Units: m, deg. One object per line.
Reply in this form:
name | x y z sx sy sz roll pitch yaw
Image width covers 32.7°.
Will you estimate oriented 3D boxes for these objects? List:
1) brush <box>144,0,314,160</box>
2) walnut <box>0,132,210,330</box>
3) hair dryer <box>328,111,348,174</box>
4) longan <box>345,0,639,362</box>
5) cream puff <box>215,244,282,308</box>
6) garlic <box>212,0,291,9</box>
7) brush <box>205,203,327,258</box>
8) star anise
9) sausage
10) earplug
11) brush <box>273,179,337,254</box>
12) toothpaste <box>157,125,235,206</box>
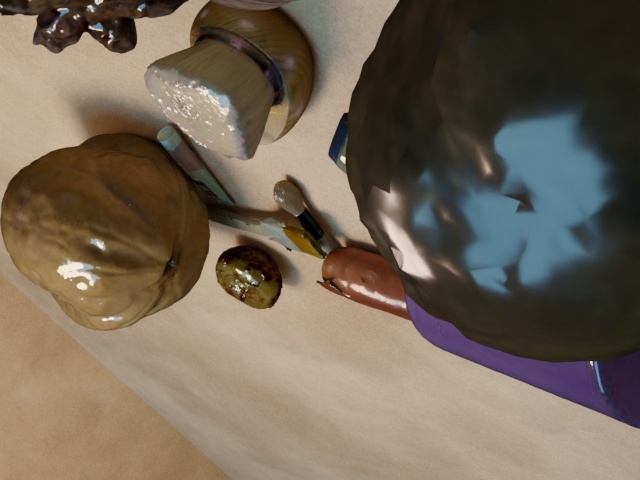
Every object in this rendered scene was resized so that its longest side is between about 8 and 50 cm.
brush | -0.109 -0.190 1.472 0.174 0.166 0.266 23 156 23
walnut | -0.376 -0.016 1.943 0.381 0.381 0.381 27 156 14
hair dryer | 0.179 -0.063 1.468 0.296 0.119 0.298 18 168 24
longan | 0.238 -0.102 0.969 0.404 0.404 0.436 34 130 -1
cream puff | -0.129 0.064 2.078 0.149 0.084 0.149 24 152 14
garlic | -0.094 -0.364 1.074 0.322 0.241 0.322 10 162 3
brush | -0.113 -0.025 1.923 0.336 0.020 0.085 17 155 48
star anise | -0.315 -0.331 1.397 0.315 0.315 0.108 113 141 -66
sausage | 0.184 0.101 1.746 0.419 0.094 0.094 20 -168 28
earplug | 0.276 0.086 1.408 0.215 0.215 0.456 46 163 -26
brush | 0.000 0.000 1.851 0.039 0.042 0.299 32 164 47
toothpaste | -0.216 -0.122 1.898 0.056 0.036 0.205 17 156 38
